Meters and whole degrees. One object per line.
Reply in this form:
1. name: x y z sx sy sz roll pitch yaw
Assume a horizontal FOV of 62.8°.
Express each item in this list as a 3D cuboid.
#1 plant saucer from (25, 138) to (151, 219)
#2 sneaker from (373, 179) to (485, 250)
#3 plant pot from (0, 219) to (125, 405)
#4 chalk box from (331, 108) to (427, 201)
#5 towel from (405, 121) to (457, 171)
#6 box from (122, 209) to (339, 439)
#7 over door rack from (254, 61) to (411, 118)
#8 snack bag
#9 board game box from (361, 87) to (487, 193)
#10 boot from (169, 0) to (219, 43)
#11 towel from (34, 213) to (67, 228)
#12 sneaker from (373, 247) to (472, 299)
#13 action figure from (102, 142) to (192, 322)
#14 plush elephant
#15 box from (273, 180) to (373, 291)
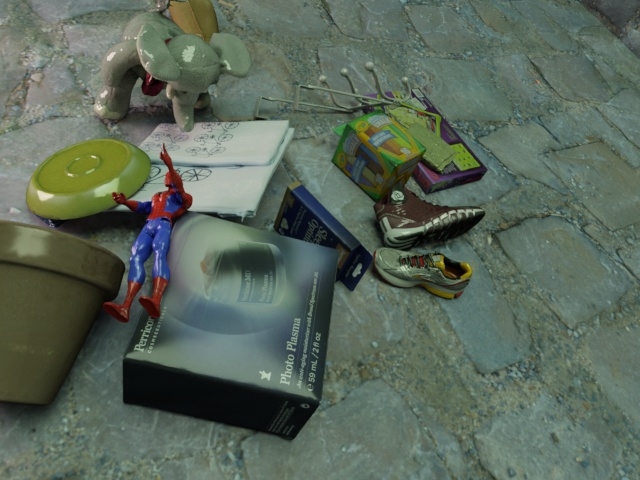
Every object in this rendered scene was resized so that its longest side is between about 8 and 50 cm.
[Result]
1. plant saucer: -0.452 -0.132 1.012 0.241 0.037 0.241 -5 43 5
2. sneaker: 0.250 -0.083 1.239 0.281 0.106 0.162 -12 63 -27
3. plant pot: -0.443 0.119 0.772 0.263 0.263 0.229 9 69 -13
4. chalk box: 0.126 -0.227 1.295 0.213 0.132 0.132 45 52 16
5. towel: 0.279 -0.246 1.376 0.148 0.027 0.110 40 52 11
6. box: -0.142 0.138 0.887 0.294 0.182 0.296 14 50 -8
7. over door rack: 0.026 -0.371 1.301 0.324 0.239 0.108 -12 102 -28
8. snack bag: -0.243 -0.156 1.060 0.323 0.037 0.342 3 39 11
9. board game box: 0.282 -0.287 1.456 0.208 0.056 0.347 -13 59 -33
10. boot: -0.378 -0.566 1.408 0.236 0.089 0.269 1 53 -33
11. towel: -0.491 -0.075 1.020 0.067 0.029 0.119 33 51 11
12. sneaker: 0.223 0.053 1.140 0.225 0.092 0.088 13 51 -9
13. action figure: -0.267 -0.032 0.796 0.091 0.139 0.280 -9 45 13
14. plush elephant: -0.302 -0.357 1.105 0.272 0.330 0.255 -11 48 -35
15. box: 0.000 0.000 1.071 0.225 0.136 0.036 44 51 16
